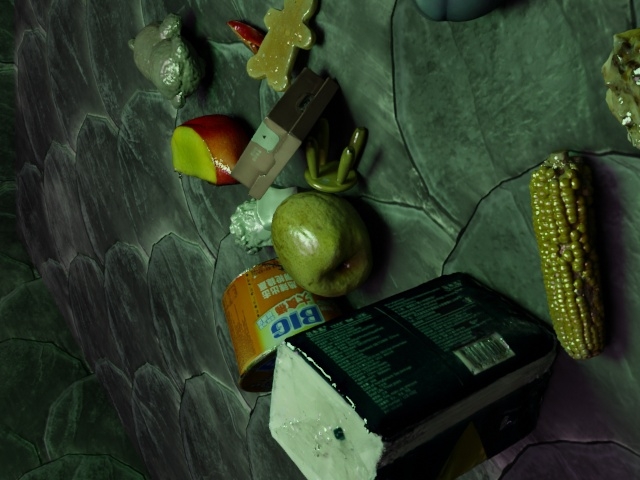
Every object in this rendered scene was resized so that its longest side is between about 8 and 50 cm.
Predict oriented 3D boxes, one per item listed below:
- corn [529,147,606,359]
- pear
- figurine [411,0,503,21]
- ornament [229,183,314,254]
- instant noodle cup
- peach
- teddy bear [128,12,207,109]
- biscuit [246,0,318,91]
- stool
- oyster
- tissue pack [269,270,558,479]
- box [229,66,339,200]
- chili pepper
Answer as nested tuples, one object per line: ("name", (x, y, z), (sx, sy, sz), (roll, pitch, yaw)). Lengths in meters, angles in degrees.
("corn", (0.375, 0.023, 1.024), (0.097, 0.097, 0.320), (1, 106, 52))
("pear", (0.000, 0.000, 1.412), (0.211, 0.188, 0.229), (51, 167, 40))
("figurine", (0.206, -0.461, 1.005), (0.197, 0.175, 0.265), (28, 131, 39))
("ornament", (-0.119, -0.064, 1.606), (0.285, 0.120, 0.130), (-31, 58, 51))
("instant noodle cup", (-0.083, 0.181, 1.531), (0.214, 0.296, 0.296), (64, 143, 27))
("peach", (-0.251, -0.231, 1.680), (0.267, 0.158, 0.154), (21, 129, 49))
("teddy bear", (-0.393, -0.474, 1.784), (0.267, 0.151, 0.236), (37, 132, 40))
("biscuit", (-0.069, -0.433, 1.437), (0.153, 0.030, 0.234), (37, 113, 31))
("stool", (0.025, -0.170, 1.374), (0.135, 0.134, 0.111), (53, 146, 41))
("oyster", (0.450, -0.179, 0.866), (0.223, 0.083, 0.214), (15, 112, 56))
("tissue pack", (0.151, 0.245, 1.119), (0.264, 0.416, 0.253), (37, 130, 39))
("box", (-0.078, -0.222, 1.411), (0.086, 0.215, 0.215), (35, 139, -6))
("chili pepper", (-0.136, -0.443, 1.551), (0.268, 0.050, 0.059), (47, 162, 35))
